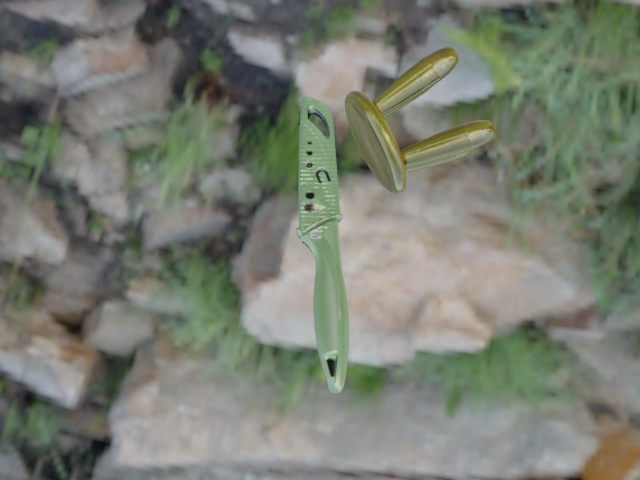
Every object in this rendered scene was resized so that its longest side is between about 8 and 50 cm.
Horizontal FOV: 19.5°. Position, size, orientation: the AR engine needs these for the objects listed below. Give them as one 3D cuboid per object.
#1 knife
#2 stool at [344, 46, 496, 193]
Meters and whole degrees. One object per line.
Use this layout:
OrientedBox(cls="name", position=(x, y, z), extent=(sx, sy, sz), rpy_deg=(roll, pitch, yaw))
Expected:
OrientedBox(cls="knife", position=(0.000, -0.001, 1.653), extent=(0.043, 0.293, 0.020), rpy_deg=(0, 153, -5))
OrientedBox(cls="stool", position=(0.096, -0.116, 1.832), extent=(0.110, 0.135, 0.134), rpy_deg=(-28, 134, -10))
